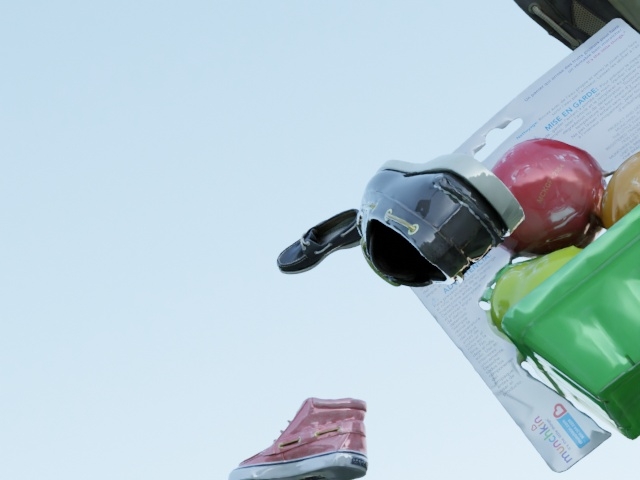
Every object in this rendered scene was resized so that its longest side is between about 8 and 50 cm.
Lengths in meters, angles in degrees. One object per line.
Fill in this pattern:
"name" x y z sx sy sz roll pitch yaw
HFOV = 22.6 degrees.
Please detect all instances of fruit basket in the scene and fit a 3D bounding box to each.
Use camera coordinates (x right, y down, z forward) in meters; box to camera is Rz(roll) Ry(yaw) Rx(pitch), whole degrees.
"fruit basket" 0.248 -0.004 1.457 0.327 0.353 0.165 -40 -46 3

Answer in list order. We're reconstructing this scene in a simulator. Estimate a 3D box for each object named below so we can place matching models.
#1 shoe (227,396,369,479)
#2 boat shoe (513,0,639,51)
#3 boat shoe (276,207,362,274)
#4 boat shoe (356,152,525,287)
"shoe" -0.022 0.217 1.690 0.178 0.081 0.063 -17 -33 36
"boat shoe" 0.328 -0.196 1.668 0.130 0.132 0.355 -35 -65 27
"boat shoe" 0.000 0.000 1.833 0.125 0.046 0.038 -22 -41 19
"boat shoe" 0.060 -0.007 1.066 0.068 0.081 0.228 -45 6 -13
